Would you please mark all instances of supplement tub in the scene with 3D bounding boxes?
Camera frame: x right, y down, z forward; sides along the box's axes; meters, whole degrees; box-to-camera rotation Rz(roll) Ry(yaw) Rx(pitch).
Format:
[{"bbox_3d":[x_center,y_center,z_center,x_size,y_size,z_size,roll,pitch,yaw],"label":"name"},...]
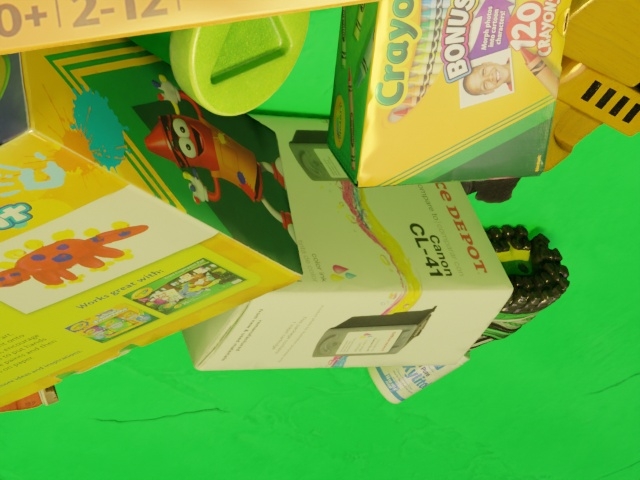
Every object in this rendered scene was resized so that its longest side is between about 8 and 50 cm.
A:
[{"bbox_3d":[0.113,0.137,2.335,0.107,0.071,0.071,-33,147,14],"label":"supplement tub"}]

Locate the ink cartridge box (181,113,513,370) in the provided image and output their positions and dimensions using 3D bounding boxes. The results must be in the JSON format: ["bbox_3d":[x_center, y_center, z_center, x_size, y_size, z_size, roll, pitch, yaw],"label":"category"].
[{"bbox_3d":[0.000,0.000,1.921,0.306,0.226,0.131,-1,142,-34],"label":"ink cartridge box"}]

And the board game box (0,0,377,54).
[{"bbox_3d":[-0.133,-0.329,1.080,0.356,0.356,0.357,-9,115,-7],"label":"board game box"}]

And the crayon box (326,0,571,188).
[{"bbox_3d":[0.106,-0.184,1.564,0.165,0.081,0.278,-4,121,-18],"label":"crayon box"}]

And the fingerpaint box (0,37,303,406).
[{"bbox_3d":[-0.305,-0.012,1.695,0.444,0.163,0.371,-24,150,25],"label":"fingerpaint box"}]

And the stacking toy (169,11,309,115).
[{"bbox_3d":[-0.072,-0.267,1.520,0.279,0.130,0.309,-51,144,-16],"label":"stacking toy"}]

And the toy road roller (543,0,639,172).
[{"bbox_3d":[0.213,-0.195,1.795,0.240,0.202,0.329,-40,146,24],"label":"toy road roller"}]

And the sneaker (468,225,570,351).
[{"bbox_3d":[0.110,0.079,2.191,0.343,0.134,0.146,-1,142,-32],"label":"sneaker"}]

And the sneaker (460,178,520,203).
[{"bbox_3d":[0.179,-0.090,2.072,0.089,0.051,0.170,-11,150,-19],"label":"sneaker"}]

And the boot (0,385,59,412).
[{"bbox_3d":[-0.326,0.135,2.065,0.084,0.059,0.158,-15,148,-5],"label":"boot"}]
